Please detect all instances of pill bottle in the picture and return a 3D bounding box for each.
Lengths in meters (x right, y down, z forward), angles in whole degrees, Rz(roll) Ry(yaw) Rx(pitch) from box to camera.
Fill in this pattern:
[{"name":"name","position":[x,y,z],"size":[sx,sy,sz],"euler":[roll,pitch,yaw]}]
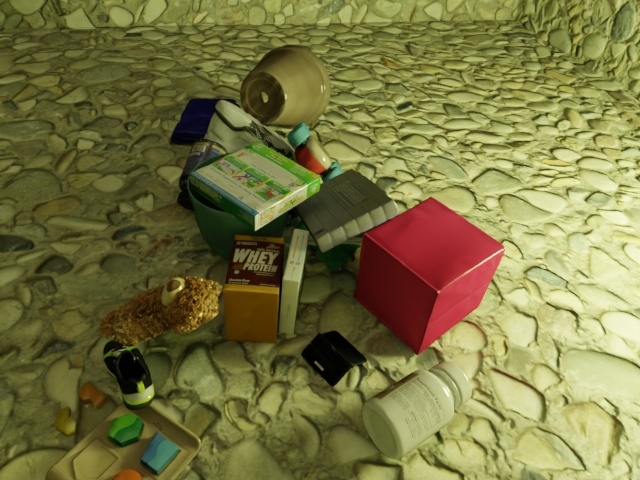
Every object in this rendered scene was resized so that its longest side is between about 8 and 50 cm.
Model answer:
[{"name":"pill bottle","position":[0.215,0.360,1.072],"size":[0.229,0.131,0.131],"euler":[-22,49,-28]},{"name":"pill bottle","position":[-0.388,-0.210,1.594],"size":[0.122,0.123,0.219],"euler":[12,69,6]}]

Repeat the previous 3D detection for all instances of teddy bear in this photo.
[{"name":"teddy bear","position":[-0.386,0.151,1.147],"size":[0.245,0.113,0.338],"euler":[-26,12,-36]}]

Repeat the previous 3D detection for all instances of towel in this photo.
[{"name":"towel","position":[-0.455,-0.486,1.969],"size":[0.227,0.076,0.308],"euler":[5,42,-2]}]

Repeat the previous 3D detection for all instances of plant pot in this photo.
[{"name":"plant pot","position":[-0.229,-0.080,1.429],"size":[0.292,0.235,0.293],"euler":[4,42,-3]},{"name":"plant pot","position":[-0.156,-0.566,1.869],"size":[0.323,0.323,0.280],"euler":[18,29,13]}]

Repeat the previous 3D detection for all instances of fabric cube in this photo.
[{"name":"fabric cube","position":[0.273,0.088,1.289],"size":[0.258,0.259,0.254],"euler":[-29,53,-30]}]

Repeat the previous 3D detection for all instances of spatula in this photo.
[{"name":"spatula","position":[0.063,0.002,1.392],"size":[0.241,0.019,0.168],"euler":[4,5,-6]}]

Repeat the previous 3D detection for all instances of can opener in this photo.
[{"name":"can opener","position":[-0.082,-0.100,1.599],"size":[0.186,0.059,0.073],"euler":[-28,52,-32]}]

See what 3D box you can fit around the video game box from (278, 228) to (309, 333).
[{"name":"video game box","position":[-0.068,0.106,1.265],"size":[0.048,0.205,0.187],"euler":[10,43,3]}]

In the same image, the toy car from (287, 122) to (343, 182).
[{"name":"toy car","position":[-0.081,-0.244,1.688],"size":[0.238,0.219,0.210],"euler":[-38,16,10]}]

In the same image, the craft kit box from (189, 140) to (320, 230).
[{"name":"craft kit box","position":[-0.172,-0.155,1.305],"size":[0.249,0.061,0.246],"euler":[33,51,27]}]

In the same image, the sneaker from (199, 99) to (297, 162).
[{"name":"sneaker","position":[-0.260,-0.324,1.769],"size":[0.365,0.210,0.137],"euler":[31,17,-27]}]

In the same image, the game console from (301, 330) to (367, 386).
[{"name":"game console","position":[0.034,0.290,1.218],"size":[0.107,0.071,0.122],"euler":[-47,58,-8]}]

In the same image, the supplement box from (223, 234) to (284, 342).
[{"name":"supplement box","position":[-0.165,0.122,1.245],"size":[0.129,0.191,0.194],"euler":[4,41,-3]}]

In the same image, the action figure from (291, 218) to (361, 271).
[{"name":"action figure","position":[0.000,0.000,1.496],"size":[0.232,0.064,0.137],"euler":[36,52,24]}]

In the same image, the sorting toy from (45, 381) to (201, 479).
[{"name":"sorting toy","position":[-0.432,0.419,0.998],"size":[0.307,0.041,0.229],"euler":[25,45,20]}]

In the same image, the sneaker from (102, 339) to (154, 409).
[{"name":"sneaker","position":[-0.426,0.273,1.096],"size":[0.084,0.097,0.234],"euler":[-16,34,-34]}]

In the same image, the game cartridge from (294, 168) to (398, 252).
[{"name":"game cartridge","position":[0.056,-0.095,1.365],"size":[0.230,0.068,0.355],"euler":[-23,25,-5]}]

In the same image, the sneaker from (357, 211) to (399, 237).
[{"name":"sneaker","position":[0.127,-0.059,1.516],"size":[0.282,0.122,0.110],"euler":[14,65,22]}]
